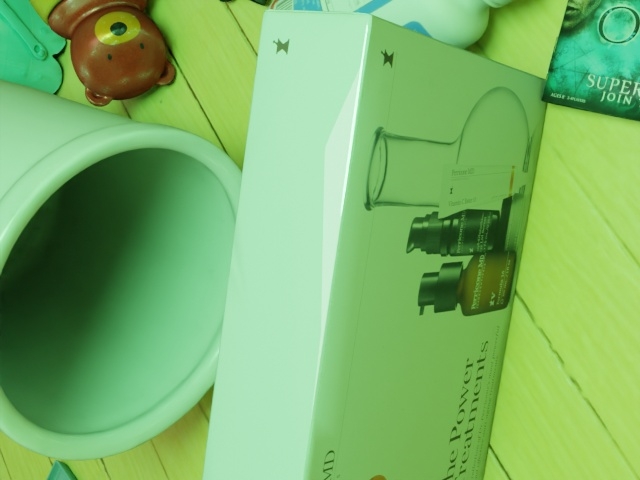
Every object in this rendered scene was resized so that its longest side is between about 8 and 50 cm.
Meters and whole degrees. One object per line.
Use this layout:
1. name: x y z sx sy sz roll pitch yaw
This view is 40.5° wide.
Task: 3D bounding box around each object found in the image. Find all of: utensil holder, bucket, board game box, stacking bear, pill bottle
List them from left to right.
1. bucket: -0.496 -0.263 1.156 0.281 0.183 0.281 0 90 38
2. utensil holder: -0.309 -0.002 0.925 0.385 0.327 0.328 22 104 37
3. stacking bear: -0.267 -0.300 1.000 0.289 0.175 0.164 67 158 5
4. pill bottle: 0.068 -0.206 0.753 0.221 0.124 0.124 -21 77 36
5. board game box: 0.271 -0.149 0.656 0.186 0.026 0.126 20 103 36

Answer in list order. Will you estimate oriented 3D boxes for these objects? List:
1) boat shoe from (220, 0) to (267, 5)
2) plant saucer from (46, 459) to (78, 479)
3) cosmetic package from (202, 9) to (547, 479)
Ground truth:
1. boat shoe: -0.107 -0.282 0.937 0.133 0.049 0.042 20 94 32
2. plant saucer: -0.296 0.368 1.106 0.192 0.018 0.067 42 115 31
3. cosmetic package: 0.052 0.041 0.664 0.097 0.284 0.378 13 99 37
